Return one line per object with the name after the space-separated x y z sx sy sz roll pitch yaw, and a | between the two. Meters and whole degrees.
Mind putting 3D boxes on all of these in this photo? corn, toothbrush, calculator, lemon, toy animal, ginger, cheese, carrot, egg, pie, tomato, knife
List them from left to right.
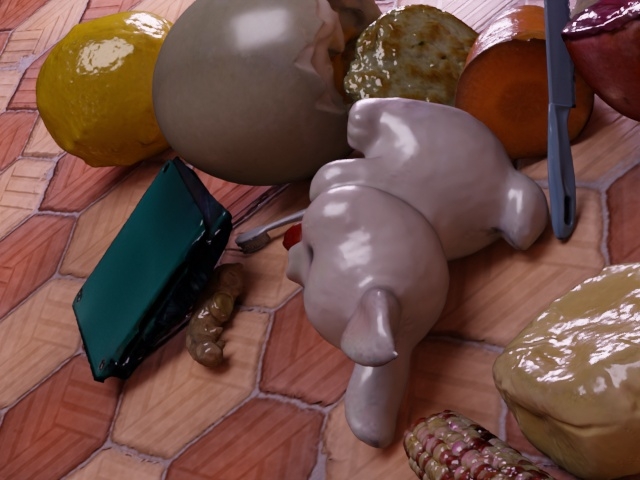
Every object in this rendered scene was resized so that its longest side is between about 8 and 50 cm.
-0.300 -0.231 2.281 0.288 0.233 0.233 -19 36 17 | lemon
-0.219 0.038 1.951 0.274 0.058 0.248 -56 27 8 | calculator
-0.133 0.097 1.862 0.069 0.051 0.173 -27 38 29 | ginger
-0.076 -0.210 1.970 0.336 0.278 0.278 -9 42 41 | egg
0.017 -0.046 1.911 0.288 0.024 0.021 -24 37 20 | toothbrush
0.090 0.026 1.585 0.241 0.196 0.368 13 49 19 | toy animal
0.126 -0.185 1.856 0.248 0.201 0.090 -60 -1 -30 | pie
0.158 0.222 1.351 0.092 0.092 0.280 -42 28 -5 | corn
0.244 -0.215 1.774 0.159 0.159 0.225 -24 27 24 | carrot
0.262 -0.155 1.631 0.019 0.044 0.313 -12 77 56 | knife
0.270 0.107 1.362 0.214 0.117 0.226 -37 26 -9 | cheese
0.435 -0.226 1.568 0.335 0.176 0.289 -28 11 12 | tomato

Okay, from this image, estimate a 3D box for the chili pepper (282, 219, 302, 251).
0.001 0.004 1.834 0.169 0.065 0.088 9 80 59 | chili pepper

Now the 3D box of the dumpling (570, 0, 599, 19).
0.372 -0.303 1.775 0.199 0.118 0.136 -32 18 36 | dumpling
